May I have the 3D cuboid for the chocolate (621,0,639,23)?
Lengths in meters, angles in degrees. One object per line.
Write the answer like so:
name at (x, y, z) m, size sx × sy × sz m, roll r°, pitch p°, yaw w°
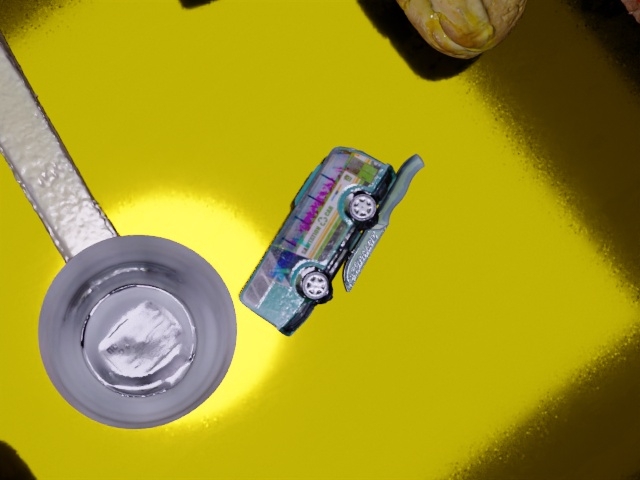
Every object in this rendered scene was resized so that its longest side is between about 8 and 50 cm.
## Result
chocolate at (0.460, -0.345, 1.579) m, size 0.127 × 0.133 × 0.124 m, roll -38°, pitch 48°, yaw -25°

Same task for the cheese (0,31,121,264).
cheese at (-0.382, -0.126, 1.541) m, size 0.085 × 0.034 × 0.400 m, roll -31°, pitch 91°, yaw 0°

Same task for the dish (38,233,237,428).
dish at (-0.233, 0.123, 1.504) m, size 0.260 × 0.085 × 0.260 m, roll -1°, pitch 94°, yaw -10°

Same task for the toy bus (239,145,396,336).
toy bus at (0.000, 0.000, 1.538) m, size 0.109 × 0.091 × 0.262 m, roll 31°, pitch 84°, yaw 14°

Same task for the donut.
donut at (0.156, -0.361, 1.506) m, size 0.128 × 0.208 × 0.261 m, roll -38°, pitch 97°, yaw -5°

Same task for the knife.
knife at (0.081, -0.026, 1.586) m, size 0.028 × 0.015 × 0.210 m, roll 31°, pitch 87°, yaw -9°
